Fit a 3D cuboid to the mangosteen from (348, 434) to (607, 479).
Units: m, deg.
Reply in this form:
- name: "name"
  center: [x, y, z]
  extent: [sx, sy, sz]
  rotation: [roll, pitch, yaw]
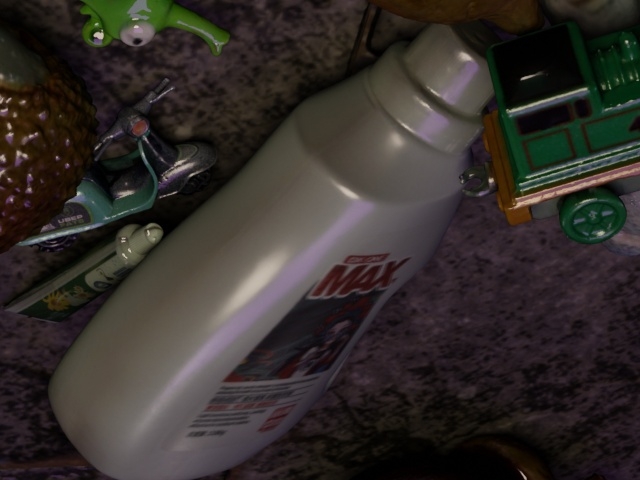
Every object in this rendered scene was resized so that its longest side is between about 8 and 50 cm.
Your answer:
- name: "mangosteen"
  center: [0.131, 0.323, 1.656]
  extent: [0.347, 0.307, 0.307]
  rotation: [-30, 150, -28]

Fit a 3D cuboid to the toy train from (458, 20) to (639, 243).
- name: "toy train"
  center: [0.190, -0.081, 1.153]
  extent: [0.227, 0.091, 0.136]
  rotation: [-18, 136, 11]

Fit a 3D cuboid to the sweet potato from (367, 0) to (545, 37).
- name: "sweet potato"
  center: [0.030, -0.227, 1.057]
  extent: [0.158, 0.158, 0.369]
  rotation: [-24, 147, 15]

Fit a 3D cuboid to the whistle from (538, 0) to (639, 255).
- name: "whistle"
  center: [0.217, -0.105, 1.276]
  extent: [0.142, 0.134, 0.346]
  rotation: [-22, 131, 17]

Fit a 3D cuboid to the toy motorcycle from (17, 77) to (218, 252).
- name: "toy motorcycle"
  center: [-0.158, -0.049, 1.286]
  extent: [0.173, 0.058, 0.100]
  rotation: [-16, 142, 0]

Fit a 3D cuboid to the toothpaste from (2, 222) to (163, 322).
- name: "toothpaste"
  center: [-0.171, 0.027, 1.363]
  extent: [0.049, 0.031, 0.204]
  rotation: [15, 153, -30]

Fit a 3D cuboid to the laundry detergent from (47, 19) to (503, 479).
- name: "laundry detergent"
  center: [0.000, 0.000, 1.314]
  extent: [0.264, 0.125, 0.398]
  rotation: [-3, 139, -53]

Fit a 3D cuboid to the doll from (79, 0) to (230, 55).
- name: "doll"
  center: [-0.071, -0.173, 1.166]
  extent: [0.190, 0.050, 0.115]
  rotation: [-26, 135, 14]

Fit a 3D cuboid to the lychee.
- name: "lychee"
  center: [-0.226, -0.062, 1.170]
  extent: [0.171, 0.171, 0.171]
  rotation: [-7, 141, -6]
